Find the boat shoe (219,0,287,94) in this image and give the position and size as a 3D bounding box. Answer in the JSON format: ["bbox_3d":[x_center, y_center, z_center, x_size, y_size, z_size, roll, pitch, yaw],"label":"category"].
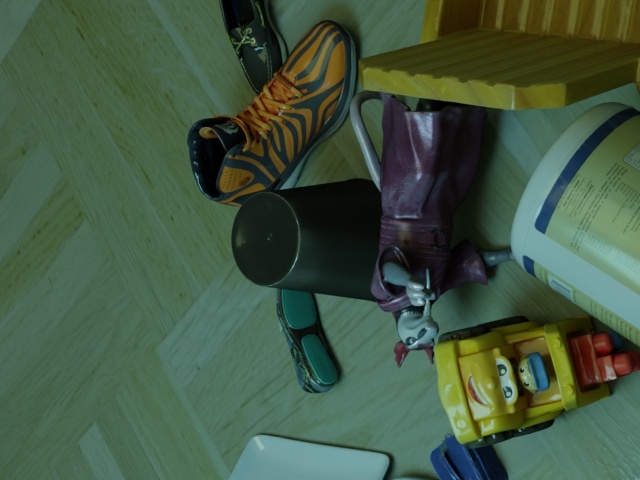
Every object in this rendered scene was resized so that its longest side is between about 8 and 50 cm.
[{"bbox_3d":[-0.111,-0.322,2.080,0.081,0.068,0.228,-23,75,38],"label":"boat shoe"}]

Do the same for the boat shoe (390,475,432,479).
[{"bbox_3d":[0.181,0.417,1.810,0.302,0.094,0.109,34,111,36],"label":"boat shoe"}]

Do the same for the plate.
[{"bbox_3d":[-0.051,0.420,1.965,0.277,0.045,0.278,1,52,41],"label":"plate"}]

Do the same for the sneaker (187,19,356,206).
[{"bbox_3d":[-0.076,-0.178,1.976,0.124,0.180,0.321,42,116,33],"label":"sneaker"}]

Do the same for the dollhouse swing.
[{"bbox_3d":[0.246,-0.313,1.622,0.346,0.305,0.315,14,99,41],"label":"dollhouse swing"}]

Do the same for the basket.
[{"bbox_3d":[0.000,0.000,1.881,0.154,0.227,0.204,-52,60,28],"label":"basket"}]

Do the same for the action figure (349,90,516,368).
[{"bbox_3d":[0.113,-0.018,1.771,0.275,0.248,0.370,11,94,41],"label":"action figure"}]

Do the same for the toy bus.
[{"bbox_3d":[0.273,0.161,1.660,0.211,0.220,0.149,-16,83,33],"label":"toy bus"}]

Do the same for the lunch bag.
[{"bbox_3d":[0.194,0.302,1.819,0.067,0.065,0.098,-45,63,31],"label":"lunch bag"}]

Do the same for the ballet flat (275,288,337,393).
[{"bbox_3d":[-0.032,0.142,2.019,0.070,0.070,0.188,-32,66,36],"label":"ballet flat"}]

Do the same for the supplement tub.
[{"bbox_3d":[0.398,0.010,1.525,0.316,0.228,0.228,36,112,26],"label":"supplement tub"}]
